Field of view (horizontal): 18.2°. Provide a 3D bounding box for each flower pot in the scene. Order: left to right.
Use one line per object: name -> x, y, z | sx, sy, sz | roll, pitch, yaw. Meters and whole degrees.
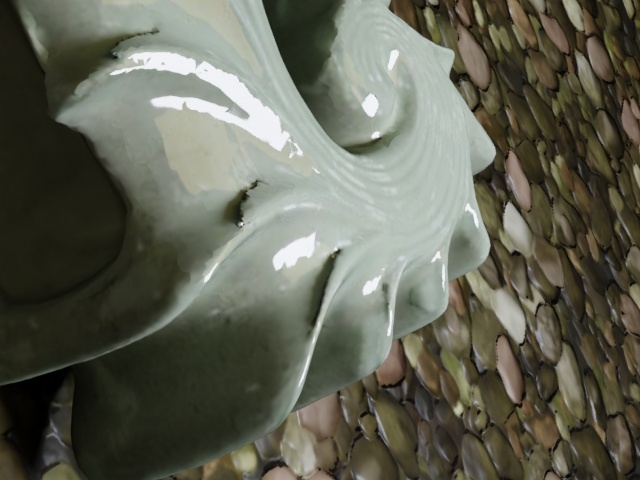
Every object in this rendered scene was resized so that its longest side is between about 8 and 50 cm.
flower pot -> -0.084, -0.098, 0.846 | 0.254, 0.164, 0.367 | -37, 100, -50
